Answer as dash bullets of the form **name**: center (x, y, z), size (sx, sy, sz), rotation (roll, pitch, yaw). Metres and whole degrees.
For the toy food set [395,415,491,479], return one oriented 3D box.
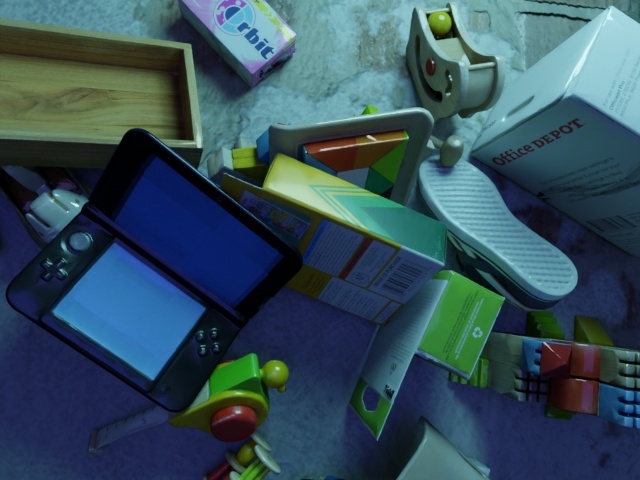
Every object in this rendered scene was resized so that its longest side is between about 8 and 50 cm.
- **toy food set**: center (0.138, 0.452, 0.712), size (0.220, 0.092, 0.306), rotation (45, 73, -9)

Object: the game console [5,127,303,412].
- **game console**: center (-0.219, 0.051, 0.643), size (0.293, 0.173, 0.250), rotation (38, 61, -10)

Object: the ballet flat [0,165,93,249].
- **ballet flat**: center (-0.422, -0.078, 0.721), size (0.123, 0.123, 0.349), rotation (-38, 91, -10)

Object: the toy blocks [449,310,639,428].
- **toy blocks**: center (0.439, 0.215, 0.754), size (0.380, 0.261, 0.191), rotation (8, 83, -8)

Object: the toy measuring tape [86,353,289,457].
- **toy measuring tape**: center (-0.191, 0.273, 0.741), size (0.329, 0.121, 0.122), rotation (-26, 89, 6)

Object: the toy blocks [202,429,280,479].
- **toy blocks**: center (-0.136, 0.368, 0.719), size (0.148, 0.123, 0.054), rotation (-45, 103, -10)

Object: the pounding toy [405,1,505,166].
- **pounding toy**: center (0.194, -0.272, 0.798), size (0.154, 0.154, 0.270), rotation (-11, 73, -10)

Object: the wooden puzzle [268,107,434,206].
- **wooden puzzle**: center (0.041, -0.102, 0.747), size (0.238, 0.221, 0.044), rotation (-7, 57, -9)

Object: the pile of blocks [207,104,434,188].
- **pile of blocks**: center (-0.004, -0.166, 0.781), size (0.361, 0.149, 0.113), rotation (-5, 57, -12)

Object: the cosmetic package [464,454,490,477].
- **cosmetic package**: center (0.193, 0.474, 0.792), size (0.098, 0.060, 0.239), rotation (20, 82, -5)

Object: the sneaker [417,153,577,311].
- **sneaker**: center (0.277, -0.005, 0.829), size (0.126, 0.128, 0.321), rotation (-29, 65, -16)

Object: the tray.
- **tray**: center (-0.389, -0.207, 0.683), size (0.410, 0.076, 0.203), rotation (-1, 66, -25)

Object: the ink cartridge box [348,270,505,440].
- **ink cartridge box**: center (0.153, 0.180, 0.751), size (0.096, 0.189, 0.256), rotation (26, 83, -7)

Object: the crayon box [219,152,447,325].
- **crayon box**: center (0.000, 0.000, 0.731), size (0.322, 0.203, 0.083), rotation (22, 51, -7)

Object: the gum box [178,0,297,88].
- **gum box**: center (-0.137, -0.365, 0.819), size (0.107, 0.062, 0.188), rotation (-44, 92, -10)

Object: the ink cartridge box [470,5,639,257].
- **ink cartridge box**: center (0.500, -0.145, 0.785), size (0.394, 0.285, 0.166), rotation (30, 79, -6)

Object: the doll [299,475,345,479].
- **doll**: center (-0.014, 0.396, 0.736), size (0.188, 0.129, 0.046), rotation (-3, 91, 5)
